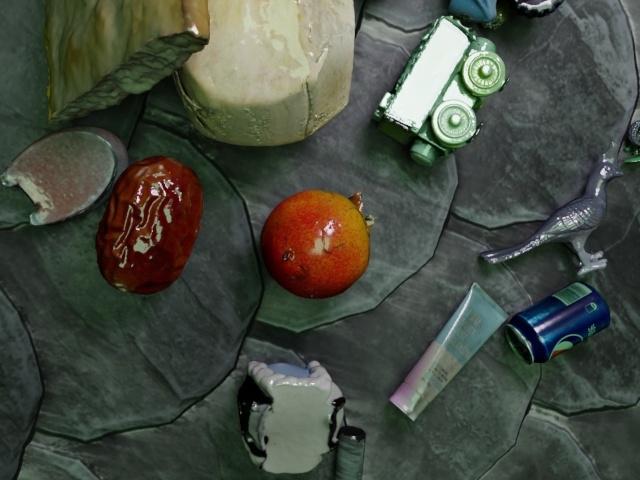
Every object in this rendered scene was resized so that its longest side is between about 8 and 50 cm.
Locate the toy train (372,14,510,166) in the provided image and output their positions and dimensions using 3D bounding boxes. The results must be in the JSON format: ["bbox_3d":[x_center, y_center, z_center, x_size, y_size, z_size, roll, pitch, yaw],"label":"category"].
[{"bbox_3d":[0.235,-0.287,1.090,0.188,0.159,0.272,30,88,-1],"label":"toy train"}]

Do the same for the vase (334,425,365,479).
[{"bbox_3d":[0.057,0.500,1.160,0.059,0.060,0.212,4,94,-10],"label":"vase"}]

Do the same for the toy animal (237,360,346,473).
[{"bbox_3d":[-0.060,0.323,1.079,0.204,0.156,0.208,2,110,-13],"label":"toy animal"}]

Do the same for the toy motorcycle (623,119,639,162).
[{"bbox_3d":[0.767,-0.211,1.232,0.190,0.074,0.106,2,102,-10],"label":"toy motorcycle"}]

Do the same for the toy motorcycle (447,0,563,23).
[{"bbox_3d":[0.306,-0.598,1.073,0.232,0.172,0.416,-26,89,7],"label":"toy motorcycle"}]

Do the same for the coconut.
[{"bbox_3d":[-0.099,-0.325,0.954,0.352,0.352,0.353,-1,94,-10],"label":"coconut"}]

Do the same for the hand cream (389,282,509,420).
[{"bbox_3d":[0.274,0.243,1.177,0.111,0.070,0.312,42,83,-6],"label":"hand cream"}]

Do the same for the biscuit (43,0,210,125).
[{"bbox_3d":[-0.328,-0.408,0.881,0.104,0.429,0.446,4,71,-45],"label":"biscuit"}]

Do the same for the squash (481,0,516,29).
[{"bbox_3d":[0.400,-0.509,1.150,0.052,0.052,0.183,36,86,-11],"label":"squash"}]

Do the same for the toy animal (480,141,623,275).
[{"bbox_3d":[0.542,-0.016,1.199,0.367,0.081,0.206,-41,104,3],"label":"toy animal"}]

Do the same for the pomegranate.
[{"bbox_3d":[0.000,0.000,1.042,0.235,0.210,0.210,-42,101,-30],"label":"pomegranate"}]

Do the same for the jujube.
[{"bbox_3d":[-0.306,-0.026,1.001,0.174,0.174,0.251,24,84,-11],"label":"jujube"}]

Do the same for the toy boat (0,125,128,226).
[{"bbox_3d":[-0.459,-0.124,1.023,0.227,0.085,0.155,-29,102,5],"label":"toy boat"}]

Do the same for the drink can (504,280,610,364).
[{"bbox_3d":[0.505,0.177,1.186,0.204,0.118,0.118,-26,98,-6],"label":"drink can"}]
